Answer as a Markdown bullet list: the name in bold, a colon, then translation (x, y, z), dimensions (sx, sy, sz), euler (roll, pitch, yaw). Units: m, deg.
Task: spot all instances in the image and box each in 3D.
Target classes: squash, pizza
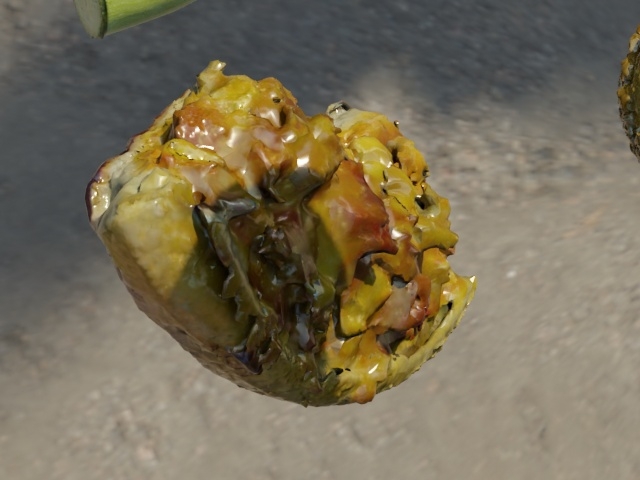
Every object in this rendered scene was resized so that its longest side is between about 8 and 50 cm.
- **squash**: translation (-0.102, -0.249, 1.559), dimensions (0.224, 0.094, 0.094), euler (-25, 85, -18)
- **pizza**: translation (0.000, 0.000, 0.910), dimensions (0.086, 0.305, 0.161), euler (0, 84, 33)

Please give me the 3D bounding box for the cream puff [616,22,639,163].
- **cream puff**: translation (0.279, -0.098, 1.374), dimensions (0.115, 0.165, 0.150), euler (-25, 111, 44)
